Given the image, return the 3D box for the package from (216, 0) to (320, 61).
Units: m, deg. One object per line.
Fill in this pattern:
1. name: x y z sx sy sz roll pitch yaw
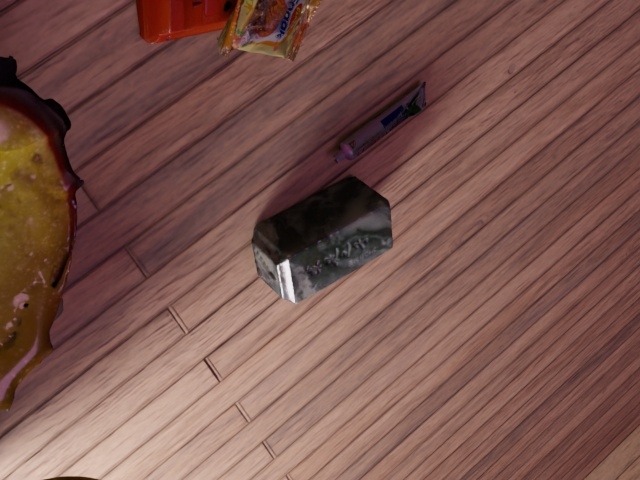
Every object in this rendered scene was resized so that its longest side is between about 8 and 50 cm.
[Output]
1. package: -0.048 -0.237 0.874 0.120 0.031 0.108 -11 139 -50

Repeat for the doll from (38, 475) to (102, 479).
1. doll: -0.388 0.387 0.889 0.422 0.348 0.161 7 119 -4

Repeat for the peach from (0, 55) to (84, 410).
1. peach: -0.360 0.012 0.716 0.257 0.201 0.362 -13 116 -47

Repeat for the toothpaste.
1. toothpaste: 0.082 -0.155 1.135 0.170 0.028 0.045 -38 145 -20

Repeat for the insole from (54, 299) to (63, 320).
1. insole: -0.374 0.104 0.931 0.188 0.004 0.064 -23 134 -28

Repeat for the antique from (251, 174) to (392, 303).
1. antique: 0.000 0.000 1.130 0.183 0.086 0.088 -29 135 -23

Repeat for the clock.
1. clock: -0.107 -0.265 0.856 0.155 0.061 0.113 -23 134 -31
